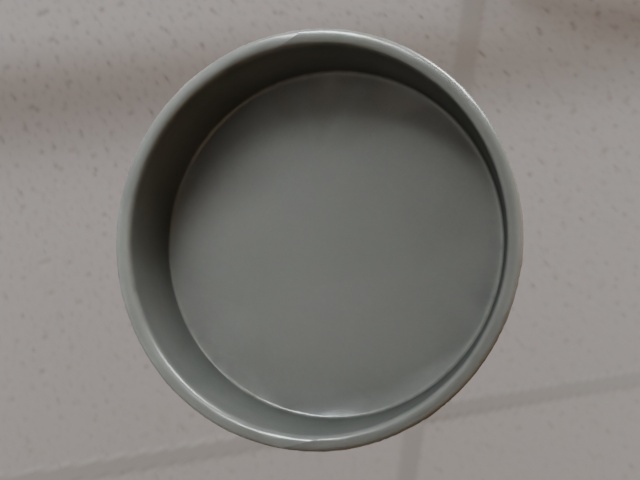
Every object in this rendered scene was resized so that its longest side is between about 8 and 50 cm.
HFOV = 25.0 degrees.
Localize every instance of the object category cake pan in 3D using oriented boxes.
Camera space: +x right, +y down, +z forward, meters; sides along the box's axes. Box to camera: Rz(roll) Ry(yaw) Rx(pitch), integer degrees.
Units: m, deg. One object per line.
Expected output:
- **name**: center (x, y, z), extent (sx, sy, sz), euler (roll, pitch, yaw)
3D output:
- **cake pan**: center (0.000, 0.000, 1.016), extent (0.293, 0.293, 0.054), euler (-46, -14, 9)
